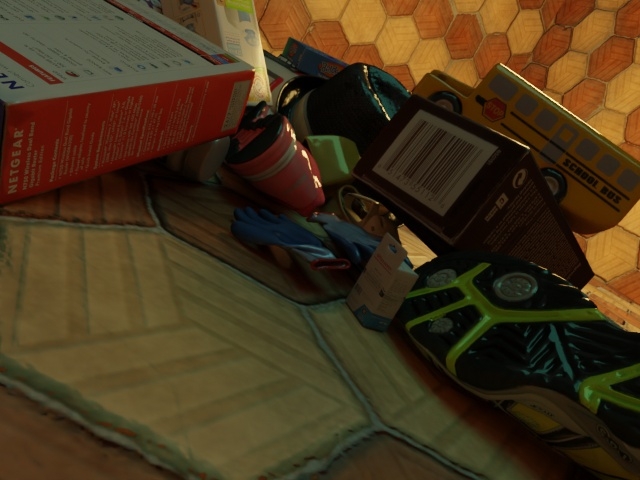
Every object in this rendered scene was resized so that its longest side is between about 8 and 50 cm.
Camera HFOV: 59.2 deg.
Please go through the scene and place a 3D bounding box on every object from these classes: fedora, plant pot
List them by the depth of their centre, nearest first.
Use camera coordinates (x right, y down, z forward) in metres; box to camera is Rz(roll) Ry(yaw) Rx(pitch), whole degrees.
[{"bbox_3d":[0.016,-0.113,0.853,0.083,0.081,0.081,-14,78,-20],"label":"plant pot"},{"bbox_3d":[0.084,-0.188,0.983,0.334,0.152,0.333,24,47,-28],"label":"fedora"}]

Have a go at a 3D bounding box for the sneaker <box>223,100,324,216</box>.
[{"bbox_3d":[-0.075,-0.109,0.818,0.136,0.116,0.314,49,2,-23],"label":"sneaker"}]

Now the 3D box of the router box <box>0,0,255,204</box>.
[{"bbox_3d":[-0.281,-0.189,0.525,0.336,0.082,0.301,33,30,13],"label":"router box"}]

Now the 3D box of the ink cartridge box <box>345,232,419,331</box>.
[{"bbox_3d":[0.063,0.040,0.547,0.028,0.083,0.048,21,17,-29],"label":"ink cartridge box"}]

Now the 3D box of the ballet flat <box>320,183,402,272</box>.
[{"bbox_3d":[0.060,-0.015,0.753,0.080,0.073,0.232,23,16,-31],"label":"ballet flat"}]

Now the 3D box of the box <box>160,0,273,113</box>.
[{"bbox_3d":[-0.165,-0.305,0.910,0.103,0.202,0.114,-7,7,30],"label":"box"}]

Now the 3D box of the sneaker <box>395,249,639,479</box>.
[{"bbox_3d":[0.211,0.130,0.492,0.385,0.145,0.147,31,-29,48],"label":"sneaker"}]

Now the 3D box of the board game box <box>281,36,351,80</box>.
[{"bbox_3d":[0.012,-0.368,1.193,0.160,0.047,0.210,18,19,-21],"label":"board game box"}]

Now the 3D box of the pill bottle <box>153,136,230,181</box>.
[{"bbox_3d":[-0.183,-0.131,0.674,0.137,0.078,0.078,30,14,4],"label":"pill bottle"}]

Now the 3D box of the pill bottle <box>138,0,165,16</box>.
[{"bbox_3d":[-0.310,-0.331,0.938,0.169,0.169,0.302,36,16,26],"label":"pill bottle"}]

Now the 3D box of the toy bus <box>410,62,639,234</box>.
[{"bbox_3d":[0.290,-0.140,0.816,0.333,0.130,0.108,39,2,9],"label":"toy bus"}]

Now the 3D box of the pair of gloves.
[{"bbox_3d":[0.000,0.000,0.622,0.198,0.023,0.159,0,22,-40],"label":"pair of gloves"}]

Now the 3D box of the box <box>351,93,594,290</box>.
[{"bbox_3d":[0.226,-0.018,0.785,0.381,0.143,0.191,34,6,-47],"label":"box"}]

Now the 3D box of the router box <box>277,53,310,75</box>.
[{"bbox_3d":[0.014,-0.295,1.402,0.243,0.081,0.309,38,-6,35],"label":"router box"}]

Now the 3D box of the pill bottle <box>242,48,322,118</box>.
[{"bbox_3d":[-0.130,-0.312,1.207,0.176,0.176,0.318,13,22,-48],"label":"pill bottle"}]
